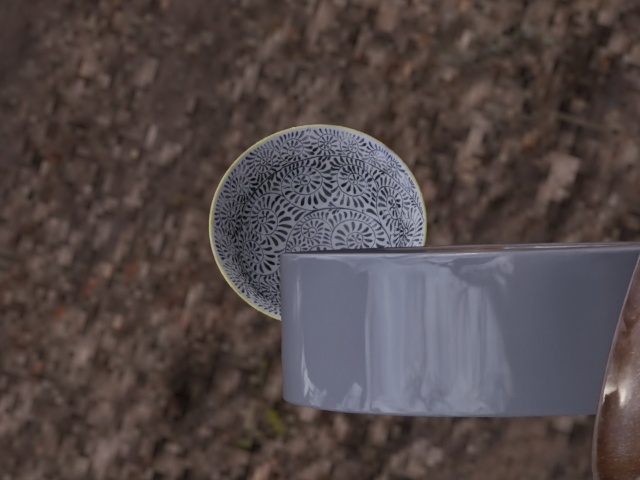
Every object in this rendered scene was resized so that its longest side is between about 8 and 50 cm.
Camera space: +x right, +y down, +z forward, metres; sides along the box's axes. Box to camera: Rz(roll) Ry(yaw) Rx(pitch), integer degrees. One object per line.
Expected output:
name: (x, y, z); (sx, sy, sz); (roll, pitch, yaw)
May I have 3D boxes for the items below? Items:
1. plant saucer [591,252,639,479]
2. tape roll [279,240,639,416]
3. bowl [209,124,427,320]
plant saucer: (0.145, 0.000, 0.642); (0.198, 0.036, 0.198); (-159, 90, -89)
tape roll: (0.090, 0.038, 0.897); (0.219, 0.219, 0.072); (-173, 82, -81)
bowl: (0.000, 0.000, 1.505); (0.080, 0.170, 0.170); (82, -161, -69)
